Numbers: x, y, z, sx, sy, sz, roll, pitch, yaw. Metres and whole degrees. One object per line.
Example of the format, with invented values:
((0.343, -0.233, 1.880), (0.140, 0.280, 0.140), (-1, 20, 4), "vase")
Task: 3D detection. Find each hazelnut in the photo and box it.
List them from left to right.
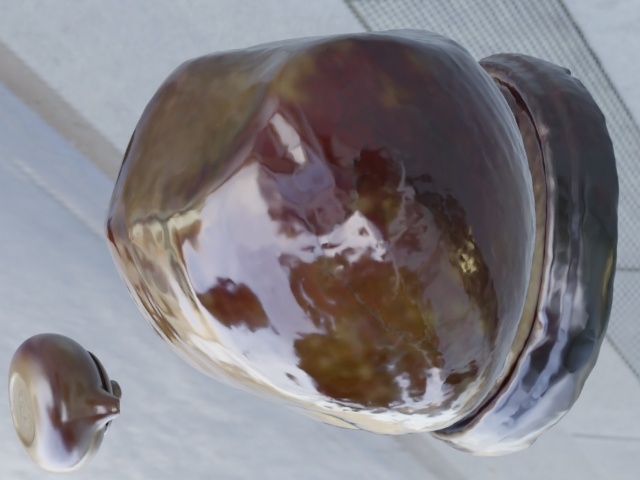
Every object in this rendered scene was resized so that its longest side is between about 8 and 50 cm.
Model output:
((0.000, 0.000, 0.660), (0.218, 0.218, 0.234), (14, -171, -6), "hazelnut")

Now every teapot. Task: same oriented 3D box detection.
((-0.326, 0.203, 1.706), (0.135, 0.178, 0.252), (-4, -176, -29), "teapot")

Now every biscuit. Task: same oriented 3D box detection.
((0.158, 0.011, 1.340), (0.091, 0.407, 0.407), (7, 150, -20), "biscuit")
